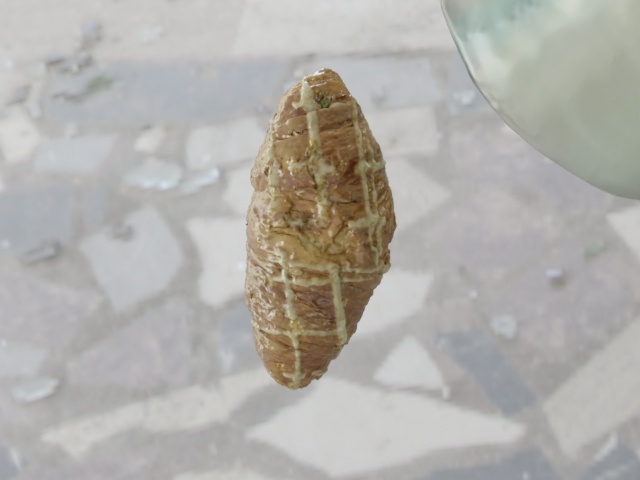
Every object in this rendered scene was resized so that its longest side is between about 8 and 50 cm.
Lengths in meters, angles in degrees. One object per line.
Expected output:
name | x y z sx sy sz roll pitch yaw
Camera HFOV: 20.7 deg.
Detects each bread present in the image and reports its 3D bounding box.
bread | 0.000 0.000 1.212 0.105 0.233 0.076 4 15 -8

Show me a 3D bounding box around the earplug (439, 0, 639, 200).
earplug | 0.211 -0.171 0.727 0.185 0.324 0.185 17 54 -25
